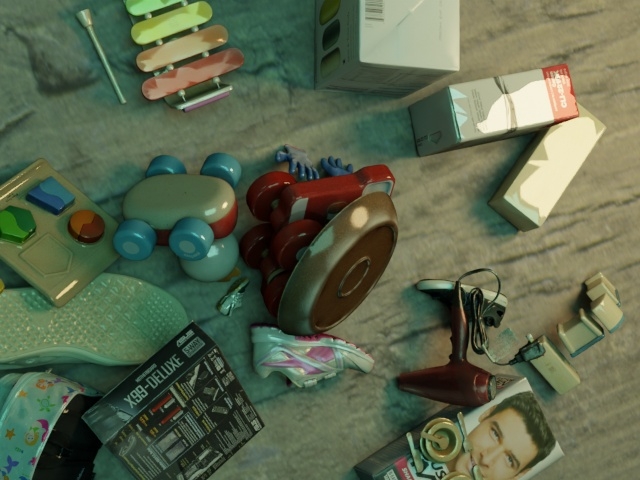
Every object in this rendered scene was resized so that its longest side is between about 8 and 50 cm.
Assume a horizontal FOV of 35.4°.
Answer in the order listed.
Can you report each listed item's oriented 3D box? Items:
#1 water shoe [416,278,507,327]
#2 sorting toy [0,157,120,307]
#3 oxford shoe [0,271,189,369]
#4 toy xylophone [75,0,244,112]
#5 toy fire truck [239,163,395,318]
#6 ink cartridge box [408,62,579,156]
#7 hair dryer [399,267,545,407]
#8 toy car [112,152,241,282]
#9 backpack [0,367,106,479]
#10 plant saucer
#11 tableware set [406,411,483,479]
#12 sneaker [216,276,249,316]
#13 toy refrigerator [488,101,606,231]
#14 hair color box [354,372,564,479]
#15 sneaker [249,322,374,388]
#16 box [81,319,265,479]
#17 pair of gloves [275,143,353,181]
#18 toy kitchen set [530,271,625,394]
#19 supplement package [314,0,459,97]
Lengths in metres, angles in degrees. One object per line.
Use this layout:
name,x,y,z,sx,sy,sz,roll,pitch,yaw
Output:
water shoe,0.287,0.129,2.029,0.203,0.073,0.080,13,85,-17
sorting toy,-0.490,0.004,1.705,0.229,0.041,0.307,42,47,1
oxford shoe,-0.447,0.150,1.765,0.449,0.130,0.169,-1,75,-33
toy xylophone,-0.301,-0.380,1.857,0.236,0.081,0.323,-32,97,-17
toy fire truck,0.000,0.000,1.848,0.253,0.302,0.169,-10,47,-23
ink cartridge box,0.340,-0.257,2.002,0.272,0.197,0.114,-14,90,-19
hair dryer,0.279,0.218,1.971,0.293,0.080,0.224,-39,63,11
toy car,-0.234,0.000,1.827,0.210,0.238,0.219,-1,42,16
backpack,-0.472,0.329,1.676,0.191,0.253,0.225,21,81,4
plant saucer,0.045,0.054,1.789,0.050,0.311,0.310,36,74,21
tableware set,0.247,0.433,1.899,0.128,0.039,0.194,-18,92,-18
sneaker,-0.160,0.108,1.908,0.083,0.032,0.037,-49,116,-9
toy refrigerator,0.472,-0.156,2.098,0.102,0.094,0.270,37,76,-7
hair color box,0.277,0.438,1.988,0.374,0.113,0.185,-29,96,-18
sneaker,-0.022,0.231,1.915,0.252,0.103,0.111,12,88,-11
box,-0.244,0.315,1.744,0.242,0.076,0.307,-41,144,-15
pair of gloves,0.002,-0.137,1.914,0.198,0.159,0.023,19,110,-17
toy kitchen set,0.550,0.193,2.120,0.207,0.166,0.122,-38,100,21
supplement package,0.120,-0.397,1.901,0.198,0.262,0.199,2,86,-18
